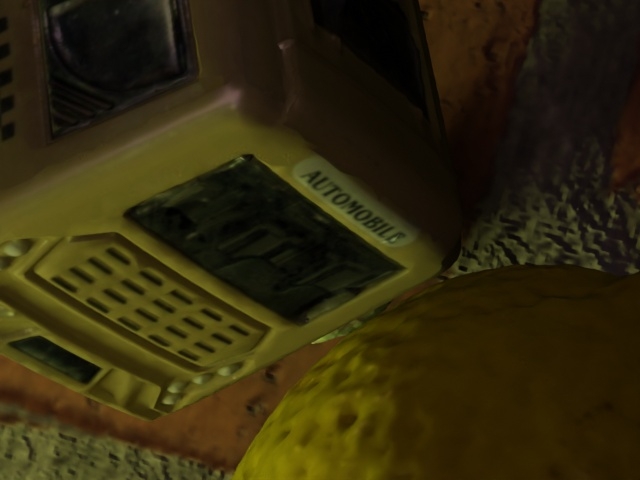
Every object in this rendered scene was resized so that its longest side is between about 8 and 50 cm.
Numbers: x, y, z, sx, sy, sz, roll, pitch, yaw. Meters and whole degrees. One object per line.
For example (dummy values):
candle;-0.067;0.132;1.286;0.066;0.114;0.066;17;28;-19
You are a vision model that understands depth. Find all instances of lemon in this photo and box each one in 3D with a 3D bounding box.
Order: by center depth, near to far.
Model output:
lemon;0.073;0.142;0.665;0.267;0.267;0.267;-4;80;22

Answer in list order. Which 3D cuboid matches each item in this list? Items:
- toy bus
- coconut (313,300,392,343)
toy bus;-0.071;-0.133;0.771;0.202;0.177;0.365;-25;57;23
coconut;0.000;0.000;0.812;0.082;0.081;0.083;-5;82;-20
